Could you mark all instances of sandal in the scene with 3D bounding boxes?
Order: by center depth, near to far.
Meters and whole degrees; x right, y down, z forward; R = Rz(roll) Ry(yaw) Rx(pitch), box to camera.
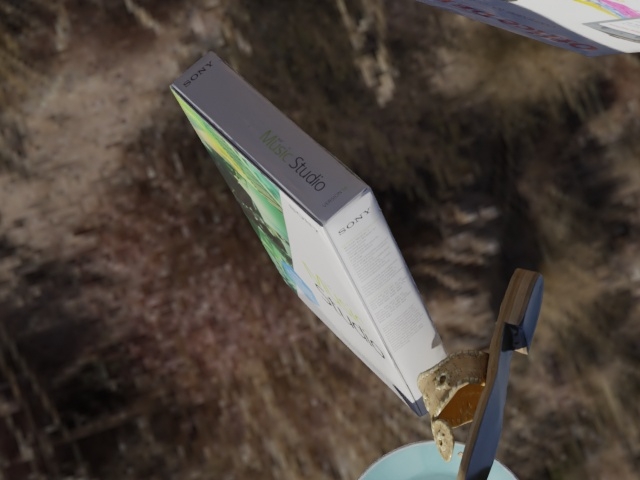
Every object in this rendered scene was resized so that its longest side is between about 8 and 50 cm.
[{"bbox_3d":[0.126,0.125,1.394,0.079,0.240,0.088,12,148,20],"label":"sandal"}]

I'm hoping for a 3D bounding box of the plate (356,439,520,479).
[{"bbox_3d":[0.109,0.274,1.438,0.188,0.188,0.024,-21,175,11],"label":"plate"}]

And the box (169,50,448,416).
[{"bbox_3d":[0.000,0.000,1.415,0.058,0.232,0.322,-39,142,-10],"label":"box"}]

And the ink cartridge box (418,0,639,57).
[{"bbox_3d":[0.187,-0.202,0.946,0.226,0.131,0.306,13,175,-28],"label":"ink cartridge box"}]
